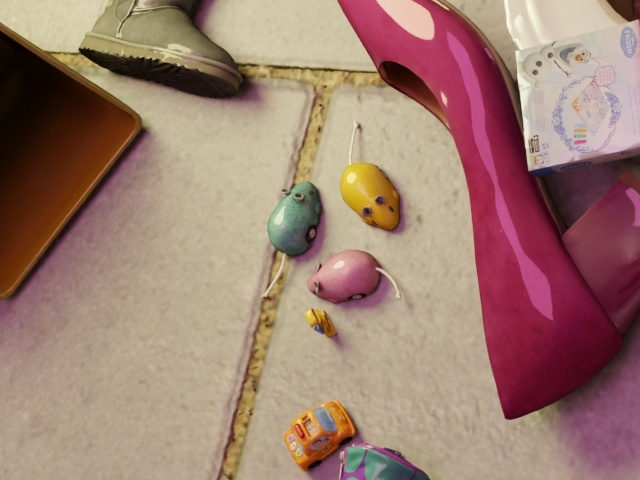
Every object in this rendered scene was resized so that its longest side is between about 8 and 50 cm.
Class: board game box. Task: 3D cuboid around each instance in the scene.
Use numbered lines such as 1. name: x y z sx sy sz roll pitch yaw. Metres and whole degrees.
1. board game box: 0.182 -0.096 1.039 0.090 0.020 0.090 -12 72 26

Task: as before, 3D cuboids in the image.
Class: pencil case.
1. pencil case: 0.022 0.224 1.118 0.070 0.064 0.152 24 87 17

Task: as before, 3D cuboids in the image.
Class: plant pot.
1. plant pot: -0.328 -0.111 1.346 0.212 0.212 0.187 -51 46 6

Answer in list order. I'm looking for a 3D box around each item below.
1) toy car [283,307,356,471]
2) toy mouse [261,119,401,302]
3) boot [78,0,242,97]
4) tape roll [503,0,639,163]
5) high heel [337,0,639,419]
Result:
1. toy car: -0.014 0.114 1.186 0.060 0.040 0.122 -22 65 22
2. toy mouse: 0.000 0.000 1.220 0.143 0.031 0.161 -36 61 15
3. boot: -0.112 -0.241 1.344 0.189 0.076 0.209 20 78 30
4. tape roll: 0.278 -0.194 1.088 0.286 0.100 0.286 -10 69 27
5. high heel: 0.088 -0.052 1.128 0.181 0.127 0.377 -44 61 2
